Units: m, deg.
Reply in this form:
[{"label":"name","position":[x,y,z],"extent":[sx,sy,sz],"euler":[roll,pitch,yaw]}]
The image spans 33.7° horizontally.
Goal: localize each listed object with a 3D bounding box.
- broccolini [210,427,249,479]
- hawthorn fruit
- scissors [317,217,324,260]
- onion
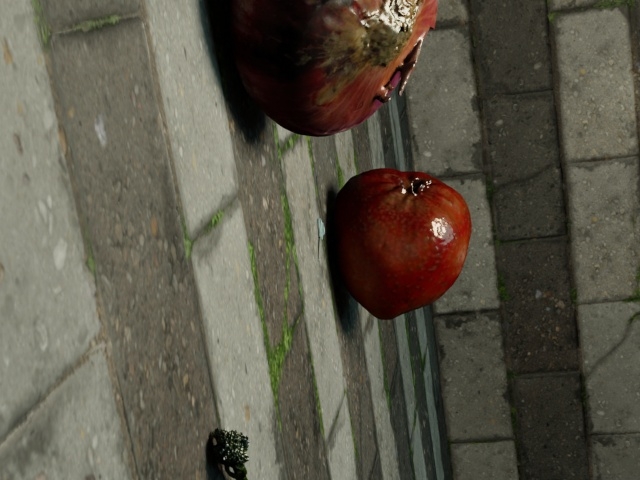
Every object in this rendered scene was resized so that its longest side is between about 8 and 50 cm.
[{"label":"broccolini","position":[-0.089,0.284,1.204],"extent":[0.218,0.042,0.044],"euler":[81,8,-47]},{"label":"hawthorn fruit","position":[0.145,0.022,1.985],"extent":[0.265,0.265,0.307],"euler":[-71,176,-65]},{"label":"scissors","position":[0.000,0.000,1.843],"extent":[0.036,0.006,0.083],"euler":[66,21,-53]},{"label":"onion","position":[-0.006,-0.322,1.422],"extent":[0.347,0.285,0.348],"euler":[-34,142,-32]}]
